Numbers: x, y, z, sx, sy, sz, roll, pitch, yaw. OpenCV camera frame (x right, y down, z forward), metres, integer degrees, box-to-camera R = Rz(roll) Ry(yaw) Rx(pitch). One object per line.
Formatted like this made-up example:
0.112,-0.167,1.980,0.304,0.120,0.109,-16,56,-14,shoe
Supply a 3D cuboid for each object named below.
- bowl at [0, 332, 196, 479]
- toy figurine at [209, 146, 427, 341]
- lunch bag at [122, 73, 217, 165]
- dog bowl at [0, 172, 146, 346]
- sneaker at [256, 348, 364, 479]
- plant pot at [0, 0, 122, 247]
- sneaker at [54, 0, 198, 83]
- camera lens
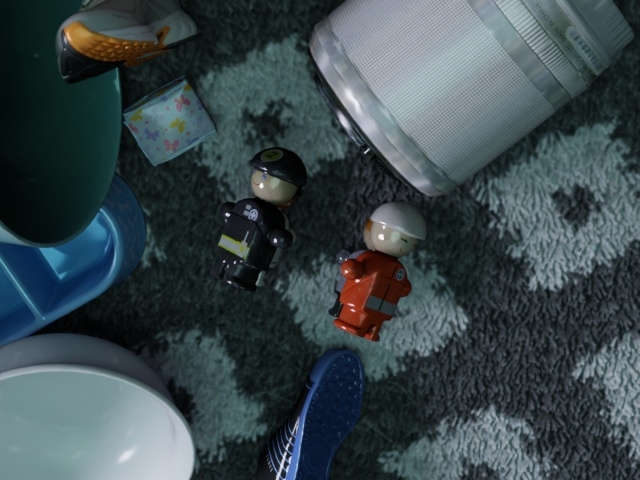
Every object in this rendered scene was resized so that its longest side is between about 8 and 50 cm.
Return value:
-0.289,0.199,1.546,0.298,0.134,0.298,-5,132,-5,bowl
0.000,0.000,1.462,0.213,0.209,0.148,22,91,1,toy figurine
-0.164,-0.130,1.505,0.083,0.053,0.071,-32,107,1,lunch bag
-0.337,0.029,1.549,0.297,0.074,0.166,-29,105,11,dog bowl
-0.024,0.230,1.603,0.081,0.090,0.232,22,85,-38,sneaker
-0.374,-0.139,1.396,0.235,0.293,0.293,0,109,23,plant pot
-0.210,-0.231,1.371,0.099,0.262,0.121,-22,97,14,sneaker
0.143,-0.194,1.387,0.274,0.219,0.219,-38,103,12,camera lens
